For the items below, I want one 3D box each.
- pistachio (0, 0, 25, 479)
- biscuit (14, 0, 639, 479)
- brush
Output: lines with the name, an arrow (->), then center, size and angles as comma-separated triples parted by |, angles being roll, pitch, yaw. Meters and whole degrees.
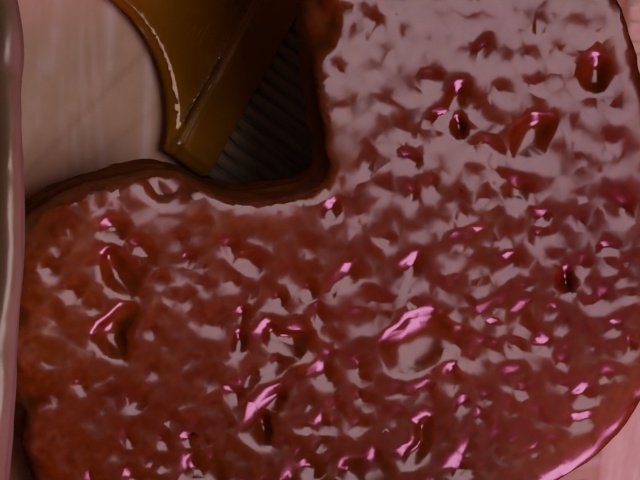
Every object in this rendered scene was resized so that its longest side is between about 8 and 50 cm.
pistachio -> -0.175, 0.047, 0.462 | 0.208, 0.226, 0.332 | 7, 103, -60
biscuit -> 0.000, -0.001, 0.661 | 0.277, 0.052, 0.262 | -25, 110, -10
brush -> -0.078, -0.109, 0.645 | 0.272, 0.013, 0.103 | 36, 74, -35
